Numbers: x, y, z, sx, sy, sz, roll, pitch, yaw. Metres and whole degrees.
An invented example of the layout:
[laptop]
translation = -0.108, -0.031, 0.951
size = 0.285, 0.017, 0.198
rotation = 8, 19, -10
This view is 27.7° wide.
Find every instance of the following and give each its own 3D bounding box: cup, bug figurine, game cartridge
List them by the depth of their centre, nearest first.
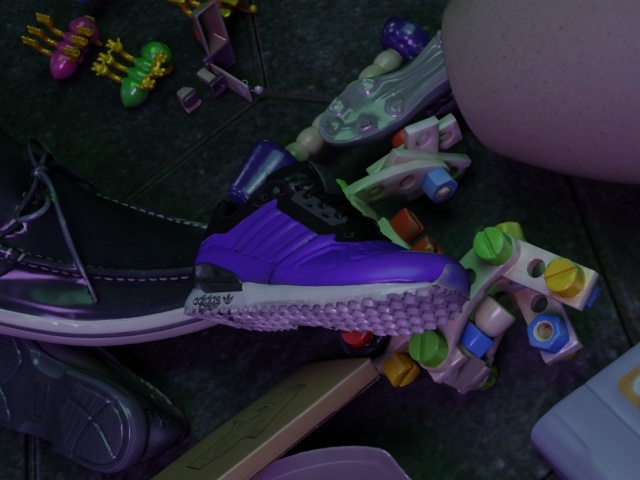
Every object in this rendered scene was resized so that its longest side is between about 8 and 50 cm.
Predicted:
[game cartridge]
translation = 0.347, 0.140, 1.057
size = 0.297, 0.062, 0.198
rotation = -35, 46, -10
[cup]
translation = 0.255, -0.189, 1.207
size = 0.237, 0.331, 0.331
rotation = -15, 46, 33
[bug figurine]
translation = -0.225, -0.266, 1.559
size = 0.279, 0.072, 0.216
rotation = 22, 69, 26

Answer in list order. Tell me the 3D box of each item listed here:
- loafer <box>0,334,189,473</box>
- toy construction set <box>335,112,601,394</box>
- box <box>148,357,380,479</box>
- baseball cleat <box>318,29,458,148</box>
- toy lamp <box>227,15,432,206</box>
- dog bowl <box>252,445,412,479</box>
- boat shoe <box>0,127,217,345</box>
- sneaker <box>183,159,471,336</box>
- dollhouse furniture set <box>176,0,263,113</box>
[loafer]
translation = -0.253, 0.136, 1.251
size = 0.302, 0.095, 0.109
rotation = 26, 105, 35
[toy construction set]
translation = 0.100, 0.008, 1.179
size = 0.215, 0.151, 0.328
rotation = -44, 40, 14
[box]
translation = -0.058, 0.167, 1.108
size = 0.201, 0.021, 0.164
rotation = -36, 8, -21
[baseball cleat]
translation = 0.094, -0.142, 1.331
size = 0.206, 0.109, 0.072
rotation = -32, 63, -5
[toy lamp]
translation = 0.009, -0.126, 1.366
size = 0.080, 0.080, 0.275
rotation = 28, 64, 34
[dog bowl]
translation = -0.011, 0.319, 0.944
size = 0.348, 0.102, 0.349
rotation = -23, 35, 18
[boat shoe]
translation = -0.293, -0.017, 1.232
size = 0.500, 0.156, 0.187
rotation = 10, 26, -4
[sneaker]
translation = -0.001, 0.000, 1.103
size = 0.293, 0.102, 0.146
rotation = -3, 73, 40
[dollhouse furniture set]
translation = -0.115, -0.196, 1.441
size = 0.091, 0.114, 0.081
rotation = -42, 56, -19
